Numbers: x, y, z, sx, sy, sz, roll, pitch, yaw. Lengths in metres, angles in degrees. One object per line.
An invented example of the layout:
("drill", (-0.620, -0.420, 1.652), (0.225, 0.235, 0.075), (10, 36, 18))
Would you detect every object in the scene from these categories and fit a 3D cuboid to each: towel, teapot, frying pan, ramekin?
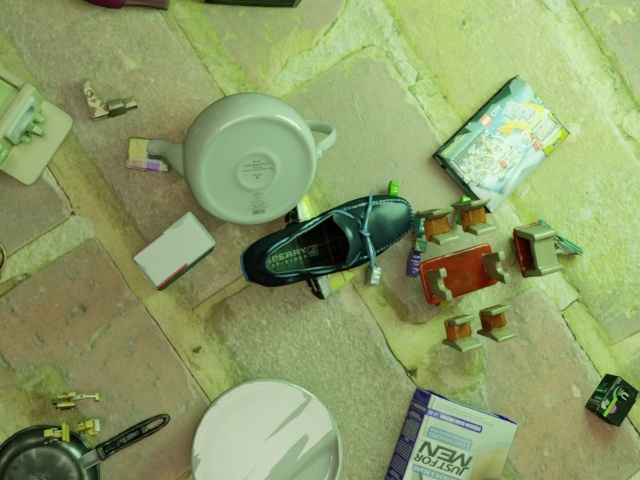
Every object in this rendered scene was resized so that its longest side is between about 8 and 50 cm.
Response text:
("towel", (-0.317, -0.159, 1.568), (0.083, 0.009, 0.060), (6, 86, -10))
("teapot", (-0.131, -0.164, 1.521), (0.256, 0.187, 0.252), (35, 104, -32))
("frying pan", (-0.428, 0.424, 1.512), (0.326, 0.053, 0.197), (-3, 89, -7))
("ramekin", (-0.101, 0.379, 1.528), (0.273, 0.127, 0.273), (0, 87, -10))

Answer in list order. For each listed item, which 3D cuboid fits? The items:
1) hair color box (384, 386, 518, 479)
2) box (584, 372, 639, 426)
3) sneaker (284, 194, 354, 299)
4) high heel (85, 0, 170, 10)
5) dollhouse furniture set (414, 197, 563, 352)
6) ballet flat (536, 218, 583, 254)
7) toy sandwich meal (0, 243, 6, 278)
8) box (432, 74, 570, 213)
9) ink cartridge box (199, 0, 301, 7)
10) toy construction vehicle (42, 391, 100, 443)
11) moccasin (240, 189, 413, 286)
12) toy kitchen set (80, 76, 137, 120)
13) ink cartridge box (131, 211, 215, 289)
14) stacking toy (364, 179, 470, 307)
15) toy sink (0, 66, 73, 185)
("hair color box", (0.221, 0.470, 1.594), (0.185, 0.110, 0.339), (20, 86, -10))
("box", (0.582, 0.317, 1.689), (0.062, 0.052, 0.083), (37, 81, -6))
("sneaker", (0.000, 0.000, 1.591), (0.094, 0.081, 0.208), (-21, 98, -18))
("high heel", (-0.347, -0.606, 1.513), (0.181, 0.127, 0.377), (3, 91, -20))
("dollhouse furniture set", (0.309, 0.048, 1.595), (0.259, 0.135, 0.262), (-15, 96, -15))
("ballet flat", (0.469, 0.003, 1.692), (0.114, 0.041, 0.041), (35, 83, -7))
("toy sandwich meal", (-0.597, 0.034, 1.501), (0.085, 0.029, 0.086), (0, 88, -10))
("box", (0.357, -0.189, 1.670), (0.233, 0.044, 0.159), (-44, 96, -9))
("ink cartridge box", (-0.129, -0.561, 1.575), (0.193, 0.088, 0.235), (1, 87, -11))
("toy construction vehicle", (-0.440, 0.311, 1.498), (0.098, 0.035, 0.086), (-1, 59, -13))
("moccasin", (0.032, 0.012, 1.497), (0.342, 0.117, 0.138), (-25, 98, -22))
("toy kitchen set", (-0.382, -0.266, 1.530), (0.083, 0.068, 0.075), (-18, 91, -11))
("ink cartridge box", (-0.256, 0.023, 1.489), (0.127, 0.175, 0.072), (-39, 92, -9))
("stacking toy", (0.188, 0.006, 1.635), (0.167, 0.052, 0.221), (13, 84, -11))
("toy sink", (-0.570, -0.219, 1.463), (0.234, 0.131, 0.153), (33, 83, -8))
